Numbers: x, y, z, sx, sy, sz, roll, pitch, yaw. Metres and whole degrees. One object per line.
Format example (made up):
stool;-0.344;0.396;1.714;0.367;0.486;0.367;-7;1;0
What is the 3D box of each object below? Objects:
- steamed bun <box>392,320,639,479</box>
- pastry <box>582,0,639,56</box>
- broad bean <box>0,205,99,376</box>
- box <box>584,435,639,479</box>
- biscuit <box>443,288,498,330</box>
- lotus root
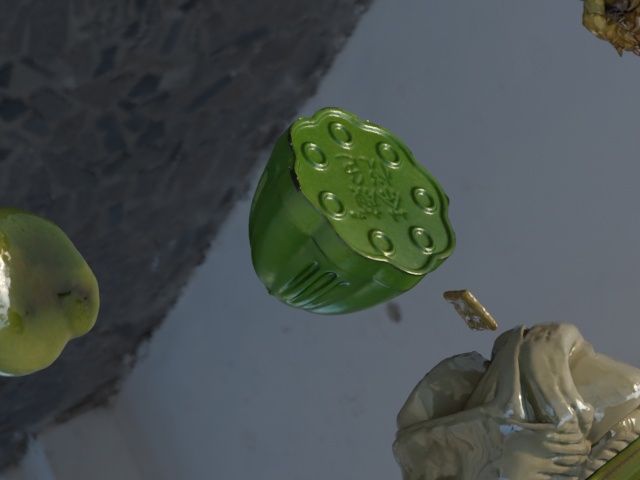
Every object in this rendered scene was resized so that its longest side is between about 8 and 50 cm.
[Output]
steamed bun;0.243;0.260;1.671;0.342;0.255;0.367;15;114;-50
pastry;0.525;-0.439;1.720;0.337;0.405;0.292;-7;132;21
broad bean;-0.423;0.074;1.753;0.119;0.238;0.291;-1;168;29
box;0.375;0.361;1.257;0.173;0.311;0.043;-31;160;-29
biscuit;0.230;0.108;1.919;0.018;0.081;0.083;-43;-171;-16
lotus root;0.000;0.000;1.108;0.186;0.186;0.186;-26;160;-10
